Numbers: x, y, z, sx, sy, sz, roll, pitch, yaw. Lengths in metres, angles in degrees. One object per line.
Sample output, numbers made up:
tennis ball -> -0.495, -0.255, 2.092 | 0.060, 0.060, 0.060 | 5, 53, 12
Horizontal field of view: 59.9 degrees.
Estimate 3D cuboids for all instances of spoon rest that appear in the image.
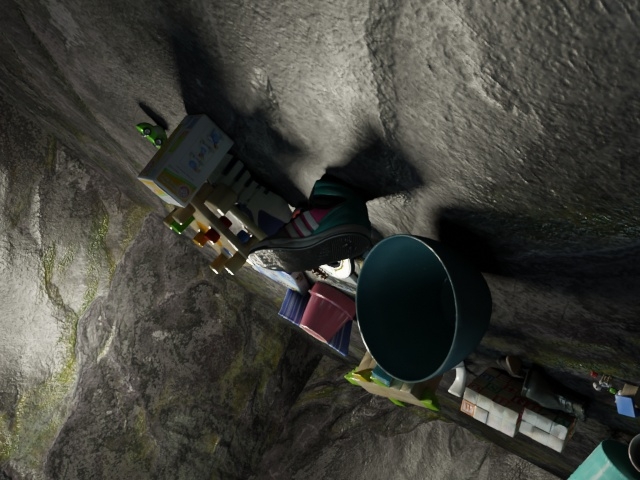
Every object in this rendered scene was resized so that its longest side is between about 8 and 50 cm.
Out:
spoon rest -> 0.462, 0.443, 1.980 | 0.137, 0.084, 0.276 | 16, 144, 44

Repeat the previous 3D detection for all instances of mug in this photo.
mug -> 0.896, 0.587, 1.452 | 0.150, 0.113, 0.169 | 22, 165, 40

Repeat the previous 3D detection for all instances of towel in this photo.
towel -> -0.012, 0.327, 2.326 | 0.336, 0.040, 0.243 | 33, -153, -9

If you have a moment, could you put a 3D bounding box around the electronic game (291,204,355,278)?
electronic game -> 0.005, 0.005, 1.464 | 0.229, 0.048, 0.229 | 40, 155, 23

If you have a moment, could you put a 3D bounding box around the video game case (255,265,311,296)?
video game case -> -0.186, 0.109, 2.256 | 0.269, 0.061, 0.244 | 27, 165, 23

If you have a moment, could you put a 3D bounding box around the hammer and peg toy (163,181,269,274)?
hammer and peg toy -> -0.267, -0.021, 1.444 | 0.266, 0.127, 0.361 | 47, 162, -15

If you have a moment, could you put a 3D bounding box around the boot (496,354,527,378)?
boot -> 0.540, 0.356, 1.591 | 0.118, 0.042, 0.087 | 48, 168, -24

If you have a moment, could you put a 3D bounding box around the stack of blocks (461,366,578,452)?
stack of blocks -> 0.602, 0.513, 1.680 | 0.297, 0.087, 0.171 | 21, -155, 35

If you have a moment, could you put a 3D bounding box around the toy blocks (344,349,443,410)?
toy blocks -> 0.283, 0.394, 1.855 | 0.190, 0.261, 0.381 | 43, 155, -25

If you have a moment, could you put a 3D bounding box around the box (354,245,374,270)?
box -> 0.184, 0.098, 1.499 | 0.159, 0.044, 0.233 | 24, 162, 29

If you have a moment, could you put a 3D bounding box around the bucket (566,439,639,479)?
bucket -> 0.873, 0.726, 1.592 | 0.281, 0.183, 0.281 | 22, -162, -7

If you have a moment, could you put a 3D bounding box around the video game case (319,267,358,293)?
video game case -> 0.066, 0.123, 1.864 | 0.190, 0.022, 0.173 | 17, 157, 44

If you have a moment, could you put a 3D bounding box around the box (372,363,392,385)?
box -> 0.242, 0.310, 1.654 | 0.060, 0.244, 0.100 | 29, 164, 17

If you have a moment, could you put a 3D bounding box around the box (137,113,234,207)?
box -> -0.322, -0.192, 1.325 | 0.103, 0.203, 0.114 | 44, 162, -34

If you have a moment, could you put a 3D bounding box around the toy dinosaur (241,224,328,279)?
toy dinosaur -> -0.113, 0.008, 1.721 | 0.321, 0.165, 0.218 | 15, 179, 1

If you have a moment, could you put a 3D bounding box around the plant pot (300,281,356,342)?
plant pot -> 0.020, 0.289, 2.168 | 0.201, 0.180, 0.201 | 31, 165, 9

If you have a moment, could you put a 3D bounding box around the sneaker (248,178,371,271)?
sneaker -> -0.021, -0.043, 1.219 | 0.295, 0.179, 0.124 | -12, 141, 28

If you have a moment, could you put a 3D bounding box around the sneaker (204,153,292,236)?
sneaker -> -0.215, -0.113, 1.543 | 0.315, 0.127, 0.182 | 48, 164, -24

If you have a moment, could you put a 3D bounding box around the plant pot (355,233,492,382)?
plant pot -> 0.237, 0.132, 1.149 | 0.195, 0.291, 0.290 | -1, -173, -35

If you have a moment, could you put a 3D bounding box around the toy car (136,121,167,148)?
toy car -> -0.424, -0.262, 1.587 | 0.225, 0.053, 0.239 | 44, 169, -21

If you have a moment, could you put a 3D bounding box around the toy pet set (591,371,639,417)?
toy pet set -> 0.688, 0.368, 1.272 | 0.122, 0.065, 0.114 | 37, 164, -16

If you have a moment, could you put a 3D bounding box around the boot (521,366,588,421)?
boot -> 0.655, 0.427, 1.529 | 0.161, 0.084, 0.246 | 15, 165, 37
